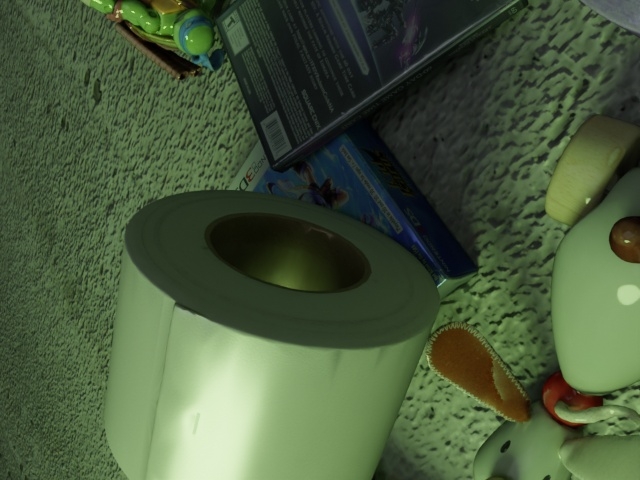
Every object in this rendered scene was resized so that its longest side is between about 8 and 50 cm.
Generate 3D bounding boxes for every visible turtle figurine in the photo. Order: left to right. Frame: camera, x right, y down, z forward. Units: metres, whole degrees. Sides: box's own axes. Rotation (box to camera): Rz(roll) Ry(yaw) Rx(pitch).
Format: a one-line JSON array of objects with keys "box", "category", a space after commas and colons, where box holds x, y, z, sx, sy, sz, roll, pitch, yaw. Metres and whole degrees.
[{"box": [-0.225, -0.362, 0.688, 0.198, 0.274, 0.266, -49, 52, -2], "category": "turtle figurine"}]

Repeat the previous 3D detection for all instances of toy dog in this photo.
[{"box": [0.184, 0.082, 0.373, 0.220, 0.160, 0.334, 10, 103, 43], "category": "toy dog"}]

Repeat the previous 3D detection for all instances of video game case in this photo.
[{"box": [0.000, 0.000, 0.611, 0.244, 0.061, 0.270, -50, 63, 37], "category": "video game case"}, {"box": [0.026, -0.218, 0.525, 0.274, 0.026, 0.196, -30, 72, 26], "category": "video game case"}]

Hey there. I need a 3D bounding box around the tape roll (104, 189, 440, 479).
[{"box": [-0.044, 0.080, 0.454, 0.246, 0.246, 0.169, 34, 118, 36], "category": "tape roll"}]

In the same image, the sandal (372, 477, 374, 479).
[{"box": [-0.016, 0.254, 0.601, 0.445, 0.167, 0.107, 24, 118, 30], "category": "sandal"}]

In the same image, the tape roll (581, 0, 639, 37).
[{"box": [0.262, -0.244, 0.298, 0.274, 0.090, 0.275, 9, 102, 44], "category": "tape roll"}]
